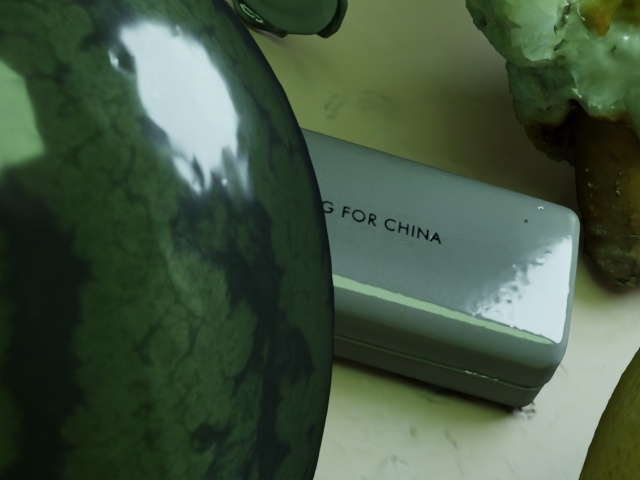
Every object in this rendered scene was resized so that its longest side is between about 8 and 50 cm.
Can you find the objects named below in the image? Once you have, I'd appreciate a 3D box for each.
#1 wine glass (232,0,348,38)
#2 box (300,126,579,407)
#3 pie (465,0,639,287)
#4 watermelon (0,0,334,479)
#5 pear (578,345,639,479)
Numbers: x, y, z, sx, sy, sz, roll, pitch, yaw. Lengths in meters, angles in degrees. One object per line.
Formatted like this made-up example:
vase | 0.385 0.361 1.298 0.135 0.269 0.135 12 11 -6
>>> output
wine glass | 0.024 -0.193 0.982 0.122 0.122 0.183 38 57 12
box | 0.000 0.000 0.861 0.243 0.055 0.103 17 51 -5
pie | 0.185 -0.140 0.903 0.257 0.274 0.105 -43 31 -18
watermelon | -0.134 0.027 0.604 0.279 0.359 0.279 1 29 -1
pear | 0.248 0.119 0.693 0.314 0.314 0.314 8 52 -11
